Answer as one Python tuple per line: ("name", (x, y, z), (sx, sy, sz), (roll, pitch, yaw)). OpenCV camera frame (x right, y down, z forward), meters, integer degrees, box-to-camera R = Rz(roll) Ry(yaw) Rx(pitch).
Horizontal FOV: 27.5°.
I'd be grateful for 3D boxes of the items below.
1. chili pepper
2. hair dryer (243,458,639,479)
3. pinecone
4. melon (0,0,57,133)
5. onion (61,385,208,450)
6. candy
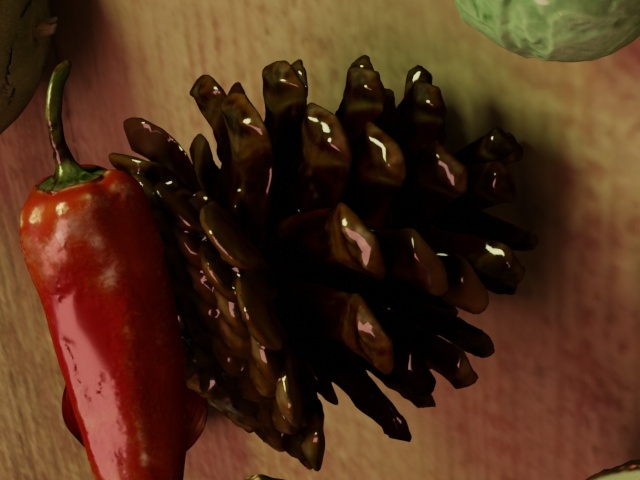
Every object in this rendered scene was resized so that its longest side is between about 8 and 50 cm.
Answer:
("chili pepper", (-0.107, 0.044, 0.668), (0.063, 0.071, 0.272), (5, 108, 59))
("hair dryer", (0.093, 0.201, 0.713), (0.362, 0.203, 0.128), (21, 145, -17))
("pinecone", (0.007, 0.008, 0.782), (0.264, 0.264, 0.264), (26, 132, 33))
("melon", (-0.359, -0.180, 1.019), (0.330, 0.268, 0.268), (8, 123, 18))
("onion", (-0.160, 0.140, 1.137), (0.131, 0.131, 0.131), (26, 132, 33))
("candy", (0.019, -0.236, 0.737), (0.440, 0.119, 0.119), (41, 139, 33))
